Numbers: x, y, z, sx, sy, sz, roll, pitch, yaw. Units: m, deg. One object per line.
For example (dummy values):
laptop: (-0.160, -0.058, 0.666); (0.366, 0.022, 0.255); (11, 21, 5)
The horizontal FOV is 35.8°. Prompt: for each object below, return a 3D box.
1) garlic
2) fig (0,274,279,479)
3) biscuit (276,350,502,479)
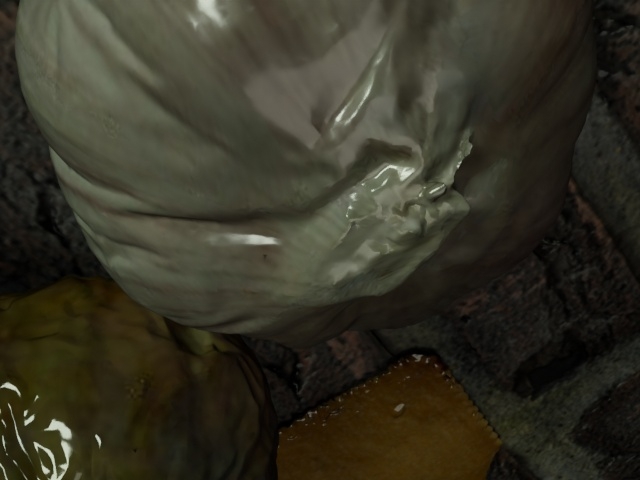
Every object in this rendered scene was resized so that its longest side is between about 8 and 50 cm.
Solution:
garlic: (-0.002, -0.084, 0.504); (0.317, 0.259, 0.318); (-11, 136, -11)
fig: (-0.154, 0.196, 0.630); (0.286, 0.369, 0.286); (-6, 120, -11)
biscuit: (0.050, 0.214, 0.937); (0.232, 0.013, 0.237); (-31, 132, 9)
